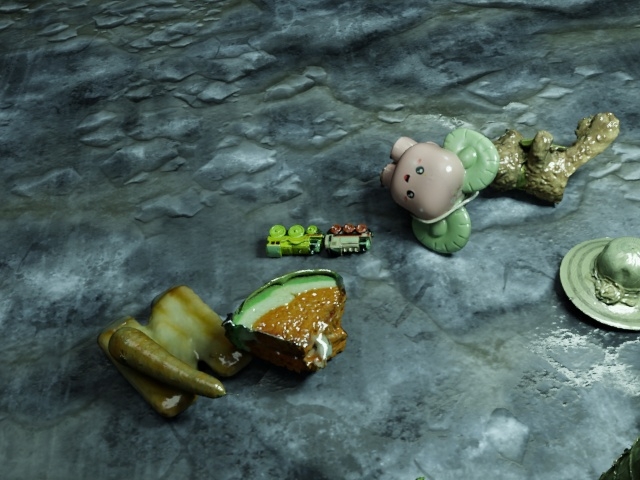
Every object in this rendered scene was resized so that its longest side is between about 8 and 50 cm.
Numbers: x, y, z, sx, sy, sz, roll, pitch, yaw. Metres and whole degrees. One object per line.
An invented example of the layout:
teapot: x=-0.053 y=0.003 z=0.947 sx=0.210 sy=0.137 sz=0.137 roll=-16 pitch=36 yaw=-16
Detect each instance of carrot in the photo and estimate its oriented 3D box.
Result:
carrot: x=-0.288 y=0.251 z=1.587 sx=0.298 sy=0.078 sz=0.078 roll=21 pitch=51 yaw=23

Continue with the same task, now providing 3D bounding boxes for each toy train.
toy train: x=0.000 y=0.000 z=1.901 sx=0.250 sy=0.053 sz=0.085 roll=-2 pitch=52 yaw=7

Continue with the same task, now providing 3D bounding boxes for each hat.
hat: x=0.628 y=0.054 z=1.670 sx=0.252 sy=0.110 sz=0.252 roll=0 pitch=48 yaw=1

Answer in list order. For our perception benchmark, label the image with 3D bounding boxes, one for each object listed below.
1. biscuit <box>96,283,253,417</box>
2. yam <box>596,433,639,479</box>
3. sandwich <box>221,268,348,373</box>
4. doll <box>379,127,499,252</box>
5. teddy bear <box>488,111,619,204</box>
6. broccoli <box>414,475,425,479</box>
biscuit: x=-0.305 y=0.224 z=1.705 sx=0.237 sy=0.062 sz=0.291 roll=-35 pitch=49 yaw=-26
yam: x=0.548 y=0.384 z=1.253 sx=0.201 sy=0.271 sz=0.202 roll=22 pitch=42 yaw=7
sandwich: x=-0.048 y=0.168 z=1.663 sx=0.212 sy=0.109 sz=0.292 roll=31 pitch=43 yaw=14
doll: x=0.278 y=-0.132 z=1.870 sx=0.216 sy=0.284 sz=0.268 roll=0 pitch=28 yaw=-46
teddy bear: x=0.522 y=-0.218 z=1.928 sx=0.222 sy=0.246 sz=0.296 roll=38 pitch=94 yaw=4
broccoli: x=0.196 y=0.476 z=1.276 sx=0.198 sy=0.176 sz=0.226 roll=0 pitch=64 yaw=-7
